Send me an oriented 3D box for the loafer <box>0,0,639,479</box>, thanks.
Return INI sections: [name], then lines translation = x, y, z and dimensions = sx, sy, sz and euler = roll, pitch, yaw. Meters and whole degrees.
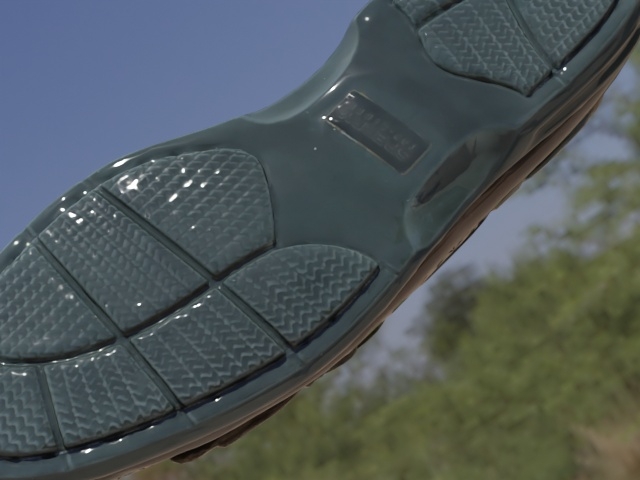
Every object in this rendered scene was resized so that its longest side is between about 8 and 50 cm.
[loafer]
translation = 0.000, 0.000, 0.622
dimensions = 0.267, 0.096, 0.084
euler = -38, -27, -14
